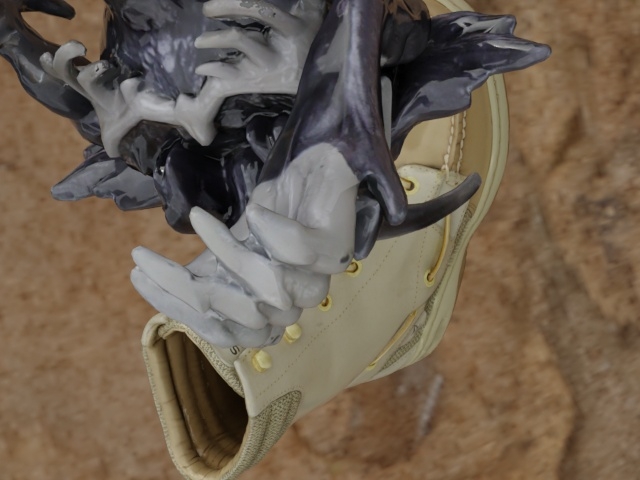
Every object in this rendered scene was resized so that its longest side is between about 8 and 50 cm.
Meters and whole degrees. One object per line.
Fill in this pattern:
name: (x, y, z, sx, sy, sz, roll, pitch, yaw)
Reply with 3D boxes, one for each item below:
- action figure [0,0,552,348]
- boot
action figure: (-0.058, -0.040, 0.407, 0.164, 0.275, 0.141, -10, 54, 35)
boot: (0.000, 0.000, 0.966, 0.095, 0.203, 0.262, 34, 132, 26)
